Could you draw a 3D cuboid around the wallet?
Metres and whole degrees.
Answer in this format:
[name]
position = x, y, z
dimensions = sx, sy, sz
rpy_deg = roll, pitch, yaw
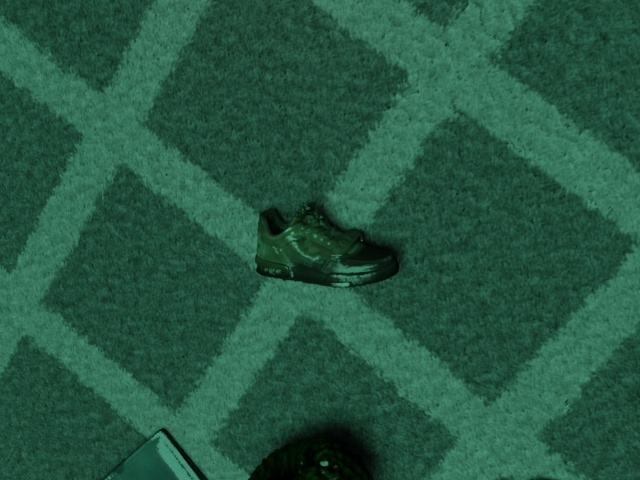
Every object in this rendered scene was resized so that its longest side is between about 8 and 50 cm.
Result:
[wallet]
position = -0.377, 0.599, 1.902
dimensions = 0.290, 0.054, 0.251
rpy_deg = -43, 87, 23

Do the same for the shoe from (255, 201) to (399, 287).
[shoe]
position = 0.001, -0.001, 1.575
dimensions = 0.293, 0.109, 0.149
rpy_deg = 1, 109, 25

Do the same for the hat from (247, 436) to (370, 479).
[hat]
position = 0.021, 0.561, 1.680
dimensions = 0.274, 0.242, 0.332
rpy_deg = -21, 120, 46
